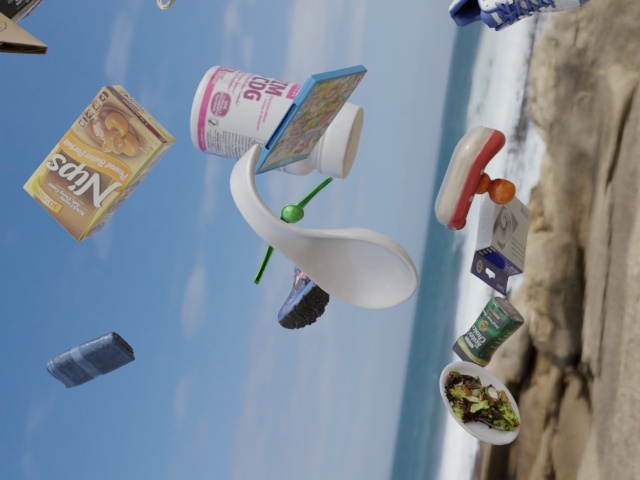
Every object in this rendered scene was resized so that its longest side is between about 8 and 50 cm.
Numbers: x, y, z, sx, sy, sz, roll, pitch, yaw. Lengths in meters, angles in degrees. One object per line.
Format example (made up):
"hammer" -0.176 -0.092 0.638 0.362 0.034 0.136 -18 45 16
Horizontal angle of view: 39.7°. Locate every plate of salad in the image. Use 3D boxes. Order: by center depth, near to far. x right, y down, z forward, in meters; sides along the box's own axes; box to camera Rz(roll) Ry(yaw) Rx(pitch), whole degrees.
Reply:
"plate of salad" 0.334 0.327 1.819 0.048 0.200 0.199 -53 13 38

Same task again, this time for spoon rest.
"spoon rest" 0.000 0.000 1.103 0.137 0.276 0.084 -40 18 45

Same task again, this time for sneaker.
"sneaker" 0.357 -0.424 1.580 0.112 0.296 0.131 44 -105 -32
"sneaker" -0.023 0.089 1.780 0.221 0.087 0.083 -53 -43 -30

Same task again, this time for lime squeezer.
"lime squeezer" -0.083 -0.040 2.135 0.310 0.059 0.110 -54 6 2

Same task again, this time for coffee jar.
"coffee jar" 0.407 0.232 2.172 0.079 0.096 0.184 8 -56 -47

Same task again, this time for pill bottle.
"pill bottle" -0.075 -0.207 1.591 0.160 0.283 0.160 15 -90 -81

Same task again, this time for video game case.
"video game case" -0.016 -0.158 1.164 0.119 0.015 0.166 -25 -21 -51

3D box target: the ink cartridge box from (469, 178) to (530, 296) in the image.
"ink cartridge box" 0.424 -0.002 2.063 0.223 0.045 0.223 29 -113 -53

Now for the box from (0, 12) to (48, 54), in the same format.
"box" -0.579 -0.361 1.471 0.164 0.201 0.021 -11 -51 -52

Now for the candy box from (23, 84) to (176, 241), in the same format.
"candy box" -0.497 -0.172 1.990 0.316 0.183 0.087 -46 -2 16

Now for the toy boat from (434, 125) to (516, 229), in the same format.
"toy boat" 0.344 -0.124 1.890 0.151 0.151 0.231 -68 -4 -75

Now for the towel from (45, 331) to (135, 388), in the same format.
"towel" -0.340 0.175 1.311 0.029 0.120 0.067 -104 -13 -45

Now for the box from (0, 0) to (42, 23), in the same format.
"box" -0.652 -0.522 1.799 0.247 0.163 0.142 -44 17 -8

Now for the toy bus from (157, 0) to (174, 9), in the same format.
"toy bus" -0.231 -0.509 1.542 0.104 0.191 0.202 9 -85 -57
